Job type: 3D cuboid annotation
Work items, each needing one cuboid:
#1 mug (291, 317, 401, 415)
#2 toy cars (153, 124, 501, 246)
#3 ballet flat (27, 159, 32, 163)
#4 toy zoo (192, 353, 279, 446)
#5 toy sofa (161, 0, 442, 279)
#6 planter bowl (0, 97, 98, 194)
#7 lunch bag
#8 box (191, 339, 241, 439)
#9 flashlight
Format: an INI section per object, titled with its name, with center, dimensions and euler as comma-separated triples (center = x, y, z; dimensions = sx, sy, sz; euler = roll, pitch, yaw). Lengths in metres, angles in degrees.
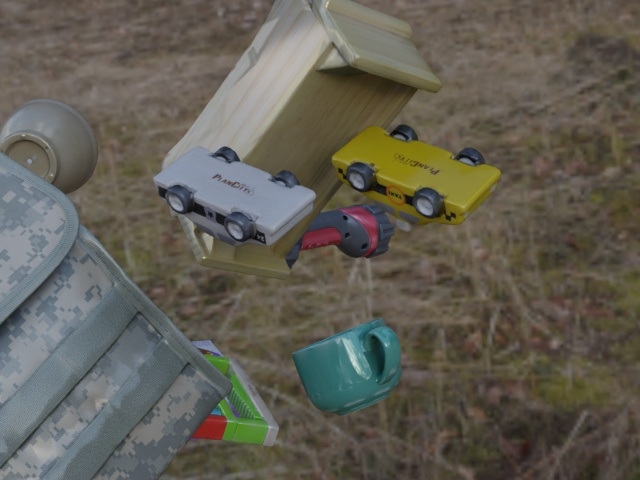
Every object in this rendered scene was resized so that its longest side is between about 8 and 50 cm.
[mug]
center = 0.039, 0.166, 1.501
dimensions = 0.129, 0.097, 0.158
euler = -21, -3, -3
[toy cars]
center = 0.007, -0.047, 1.354
dimensions = 0.393, 0.087, 0.176
euler = -6, 39, 2
[ballet flat]
center = -0.537, -0.134, 2.212
dimensions = 0.067, 0.073, 0.206
euler = -43, 5, 27
[toy zoo]
center = -0.216, 0.183, 1.474
dimensions = 0.293, 0.030, 0.192
euler = 11, 17, -26
[toy sofa]
center = -0.035, -0.136, 1.457
dimensions = 0.150, 0.362, 0.177
euler = 11, 38, -41
[planter bowl]
center = -0.445, -0.135, 1.856
dimensions = 0.162, 0.162, 0.109
euler = -4, 17, 9
[lunch bag]
center = -0.247, 0.091, 0.844
dimensions = 0.235, 0.287, 0.169
euler = -50, 19, -28
[box]
center = -0.262, 0.237, 1.827
dimensions = 0.293, 0.057, 0.201
euler = -2, 26, -33
[flashlight]
center = 0.000, 0.000, 2.040
dimensions = 0.103, 0.103, 0.304
euler = 40, 33, 28
